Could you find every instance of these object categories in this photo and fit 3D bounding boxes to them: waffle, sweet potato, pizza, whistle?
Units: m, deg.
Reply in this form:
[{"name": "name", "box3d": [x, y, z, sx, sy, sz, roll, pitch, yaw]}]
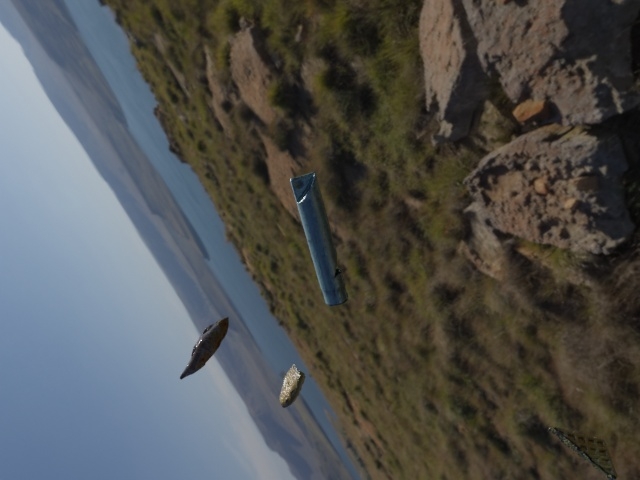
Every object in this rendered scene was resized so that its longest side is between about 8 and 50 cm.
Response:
[{"name": "waffle", "box3d": [0.611, 0.494, 1.196, 0.098, 0.152, 0.023, -82, 13, -45]}, {"name": "sweet potato", "box3d": [-0.316, 0.294, 1.405, 0.068, 0.206, 0.060, 25, 161, 25]}, {"name": "pizza", "box3d": [-0.076, 0.411, 1.458, 0.099, 0.035, 0.160, -90, 25, -52]}, {"name": "whistle", "box3d": [0.000, 0.000, 1.162, 0.062, 0.062, 0.313, 26, 135, 63]}]
